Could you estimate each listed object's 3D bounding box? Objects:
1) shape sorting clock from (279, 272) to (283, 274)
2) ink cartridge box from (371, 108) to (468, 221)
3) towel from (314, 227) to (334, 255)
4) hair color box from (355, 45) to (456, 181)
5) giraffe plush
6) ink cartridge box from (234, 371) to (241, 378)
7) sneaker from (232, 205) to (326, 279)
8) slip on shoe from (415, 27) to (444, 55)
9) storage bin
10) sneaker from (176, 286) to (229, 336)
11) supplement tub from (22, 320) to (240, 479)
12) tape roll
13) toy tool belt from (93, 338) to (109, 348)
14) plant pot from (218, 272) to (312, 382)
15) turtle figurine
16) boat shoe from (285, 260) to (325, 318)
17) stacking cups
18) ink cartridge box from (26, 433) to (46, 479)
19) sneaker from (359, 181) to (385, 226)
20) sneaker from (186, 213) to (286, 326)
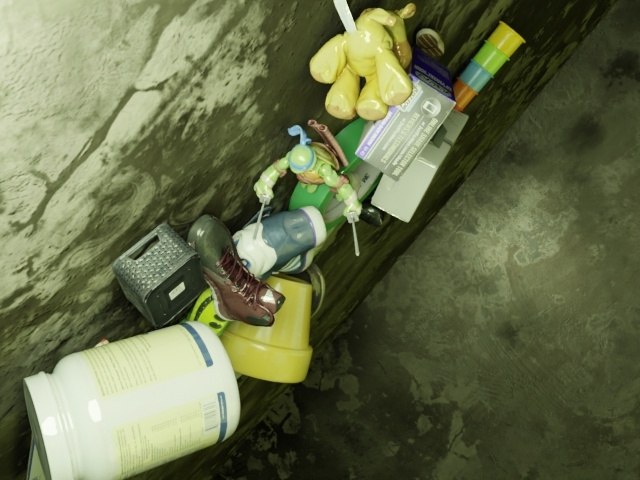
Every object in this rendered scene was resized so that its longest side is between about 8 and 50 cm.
[{"bbox_3d":[-0.160,0.164,1.866,0.206,0.040,0.206,-43,159,-21],"label":"shape sorting clock"},{"bbox_3d":[0.255,-0.206,1.672,0.273,0.115,0.198,-53,169,-44],"label":"ink cartridge box"},{"bbox_3d":[0.000,0.000,1.938,0.113,0.023,0.152,-25,154,-55],"label":"towel"},{"bbox_3d":[0.175,-0.270,1.334,0.185,0.110,0.338,-55,-171,25],"label":"hair color box"},{"bbox_3d":[0.093,-0.328,1.127,0.170,0.182,0.210,-47,135,-50],"label":"giraffe plush"},{"bbox_3d":[-0.275,0.365,2.011,0.261,0.066,0.296,-34,160,-44],"label":"ink cartridge box"},{"bbox_3d":[-0.134,0.029,1.480,0.236,0.130,0.323,-22,171,-20],"label":"sneaker"},{"bbox_3d":[0.244,-0.446,1.437,0.135,0.052,0.041,7,85,-64],"label":"slip on shoe"},{"bbox_3d":[-0.281,0.066,1.159,0.122,0.084,0.180,-42,166,-21],"label":"storage bin"},{"bbox_3d":[-0.272,0.203,1.486,0.295,0.109,0.123,-45,179,24],"label":"sneaker"},{"bbox_3d":[-0.333,0.292,1.164,0.325,0.235,0.235,-13,148,-30],"label":"supplement tub"},{"bbox_3d":[0.061,-0.156,1.594,0.321,0.077,0.321,-45,165,-15],"label":"tape roll"},{"bbox_3d":[-0.418,0.235,1.268,0.083,0.051,0.052,-56,164,28],"label":"toy tool belt"},{"bbox_3d":[-0.129,0.202,1.642,0.254,0.254,0.238,13,92,-74],"label":"plant pot"},{"bbox_3d":[-0.020,-0.086,1.312,0.198,0.274,0.266,-16,179,16],"label":"turtle figurine"},{"bbox_3d":[-0.094,0.198,1.812,0.130,0.132,0.355,-30,151,-46],"label":"boat shoe"},{"bbox_3d":[0.436,-0.472,1.868,0.316,0.096,0.096,-48,167,20],"label":"stacking cups"},{"bbox_3d":[-0.478,0.375,1.406,0.330,0.071,0.324,-19,150,-40],"label":"ink cartridge box"},{"bbox_3d":[0.142,-0.117,1.855,0.124,0.107,0.283,-60,-175,2],"label":"sneaker"},{"bbox_3d":[-0.144,0.070,1.263,0.106,0.163,0.281,-55,148,-31],"label":"sneaker"}]
